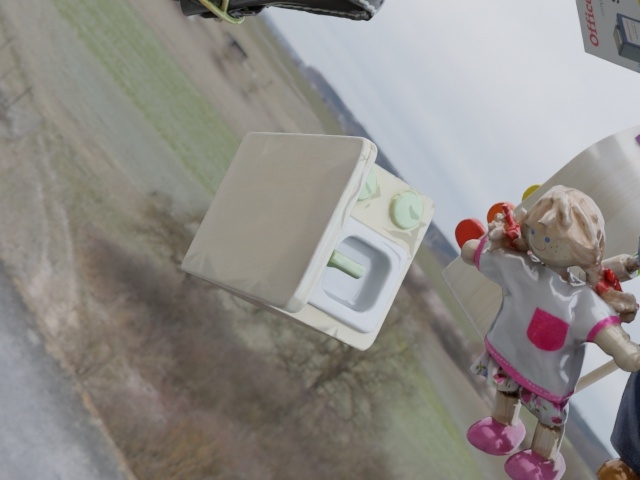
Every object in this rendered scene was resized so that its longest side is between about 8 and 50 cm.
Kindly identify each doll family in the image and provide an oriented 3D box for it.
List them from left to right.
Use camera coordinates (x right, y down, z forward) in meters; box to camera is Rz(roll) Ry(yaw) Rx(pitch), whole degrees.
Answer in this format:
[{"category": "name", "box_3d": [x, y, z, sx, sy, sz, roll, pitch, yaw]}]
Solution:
[{"category": "doll family", "box_3d": [0.175, 0.057, 0.403, 0.118, 0.163, 0.263, -7, 28, -32]}]

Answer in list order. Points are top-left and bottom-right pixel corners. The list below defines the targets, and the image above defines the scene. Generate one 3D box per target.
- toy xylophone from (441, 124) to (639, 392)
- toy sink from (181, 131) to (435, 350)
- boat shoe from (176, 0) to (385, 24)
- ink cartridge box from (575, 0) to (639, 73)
[{"category": "toy xylophone", "box_3d": [0.266, 0.039, 1.064, 0.081, 0.322, 0.236, -11, 72, -46]}, {"category": "toy sink", "box_3d": [0.000, 0.000, 0.888, 0.131, 0.153, 0.234, 29, -9, -28]}, {"category": "boat shoe", "box_3d": [-0.069, -0.160, 0.567, 0.227, 0.069, 0.081, 19, -8, 11]}, {"category": "ink cartridge box", "box_3d": [0.327, -0.224, 0.887, 0.212, 0.093, 0.154, 44, -19, 50]}]
